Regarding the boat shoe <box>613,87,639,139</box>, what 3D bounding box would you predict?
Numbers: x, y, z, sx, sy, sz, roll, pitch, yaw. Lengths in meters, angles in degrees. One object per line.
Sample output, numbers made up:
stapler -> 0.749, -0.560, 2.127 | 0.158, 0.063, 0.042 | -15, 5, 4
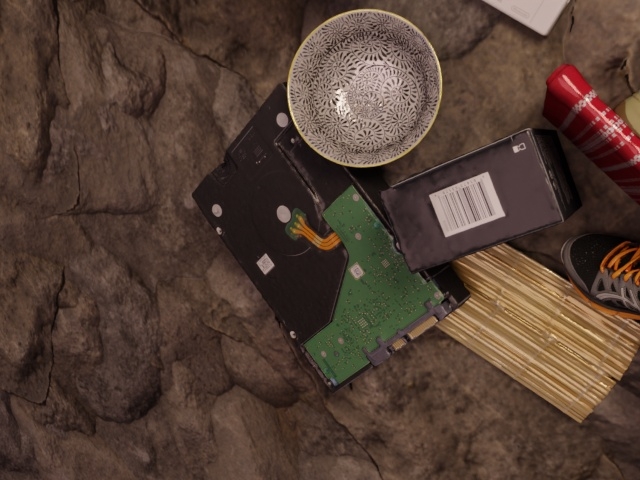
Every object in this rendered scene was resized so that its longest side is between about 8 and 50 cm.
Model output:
boat shoe -> 0.389, -0.047, 0.581 | 0.089, 0.105, 0.285 | -47, 71, 21

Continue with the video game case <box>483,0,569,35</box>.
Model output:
video game case -> 0.200, -0.308, 0.669 | 0.157, 0.019, 0.143 | 37, 121, 16

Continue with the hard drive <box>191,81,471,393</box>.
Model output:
hard drive -> 0.000, 0.000, 0.853 | 0.339, 0.064, 0.237 | 53, 128, 10

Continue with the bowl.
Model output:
bowl -> 0.055, -0.166, 0.756 | 0.170, 0.080, 0.170 | 1, 94, 15

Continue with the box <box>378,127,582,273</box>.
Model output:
box -> 0.168, -0.043, 0.680 | 0.156, 0.158, 0.093 | -21, 89, 28

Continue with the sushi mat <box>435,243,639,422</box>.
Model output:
sushi mat -> 0.207, 0.074, 0.794 | 0.317, 0.019, 0.151 | 33, 121, 18

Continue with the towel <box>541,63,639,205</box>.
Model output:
towel -> 0.302, -0.047, 0.595 | 0.275, 0.199, 0.031 | 46, 105, 9

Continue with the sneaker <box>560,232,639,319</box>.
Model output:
sneaker -> 0.321, 0.040, 0.635 | 0.215, 0.084, 0.083 | 36, 169, 48
